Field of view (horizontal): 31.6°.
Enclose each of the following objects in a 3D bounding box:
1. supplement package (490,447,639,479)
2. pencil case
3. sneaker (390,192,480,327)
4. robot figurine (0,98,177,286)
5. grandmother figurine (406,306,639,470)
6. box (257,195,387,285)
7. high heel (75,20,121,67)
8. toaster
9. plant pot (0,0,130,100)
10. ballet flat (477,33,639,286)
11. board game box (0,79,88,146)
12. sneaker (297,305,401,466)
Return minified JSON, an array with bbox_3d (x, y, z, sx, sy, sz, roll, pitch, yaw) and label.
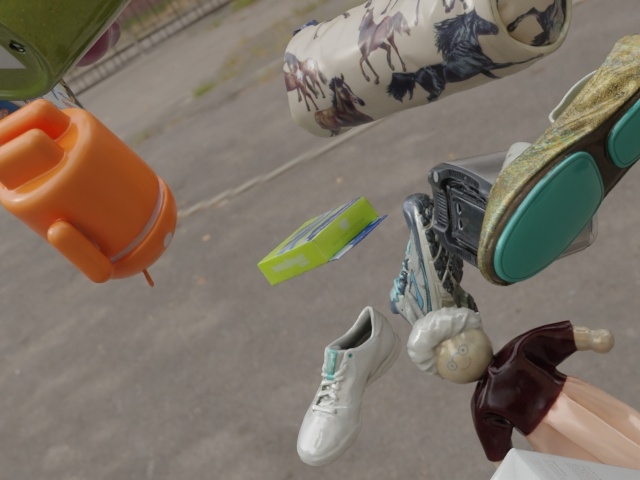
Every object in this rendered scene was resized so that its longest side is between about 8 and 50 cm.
[{"bbox_3d":[0.220,0.276,0.815,0.149,0.203,0.194,-60,40,16],"label":"supplement package"},{"bbox_3d":[0.128,-0.259,1.431,0.410,0.160,0.184,-15,41,49],"label":"pencil case"},{"bbox_3d":[0.153,0.066,1.731,0.122,0.283,0.110,-6,21,27],"label":"sneaker"},{"bbox_3d":[-0.230,-0.047,1.134,0.128,0.219,0.158,-50,39,-6],"label":"robot figurine"},{"bbox_3d":[0.252,0.181,1.259,0.208,0.342,0.104,-58,-8,-3],"label":"grandmother figurine"},{"bbox_3d":[0.000,0.000,1.513,0.109,0.042,0.178,-41,10,-32],"label":"box"},{"bbox_3d":[-0.470,-0.370,1.630,0.181,0.377,0.127,-72,6,-74],"label":"high heel"},{"bbox_3d":[0.244,-0.039,1.414,0.146,0.129,0.227,-16,21,-18],"label":"toaster"},{"bbox_3d":[-0.197,-0.252,0.744,0.274,0.274,0.294,-8,60,49],"label":"plant pot"},{"bbox_3d":[0.263,-0.093,1.181,0.348,0.123,0.123,-45,21,-12],"label":"ballet flat"},{"bbox_3d":[-0.402,-0.199,1.300,0.086,0.302,0.308,-44,-24,7],"label":"board game box"},{"bbox_3d":[0.022,0.177,1.420,0.080,0.094,0.212,13,60,33],"label":"sneaker"}]
